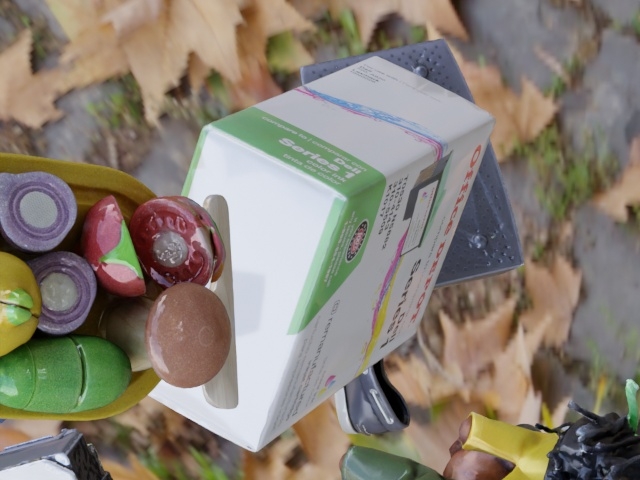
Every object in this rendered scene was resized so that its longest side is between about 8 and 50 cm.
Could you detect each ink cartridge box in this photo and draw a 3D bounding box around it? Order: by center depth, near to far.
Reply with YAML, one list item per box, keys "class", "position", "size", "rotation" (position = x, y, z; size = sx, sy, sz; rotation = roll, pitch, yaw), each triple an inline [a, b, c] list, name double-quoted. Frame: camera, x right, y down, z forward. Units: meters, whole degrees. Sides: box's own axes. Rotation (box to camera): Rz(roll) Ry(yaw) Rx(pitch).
- class: "ink cartridge box"
  position: [0.000, 0.000, 1.353]
  size: [0.117, 0.278, 0.201]
  rotation: [27, 114, 17]

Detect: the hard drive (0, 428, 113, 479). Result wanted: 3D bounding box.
- class: "hard drive"
  position: [-0.239, 0.338, 1.583]
  size: [0.237, 0.064, 0.339]
  rotation: [-16, 105, 18]

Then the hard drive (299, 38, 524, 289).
- class: "hard drive"
  position: [0.085, -0.066, 1.857]
  size: [0.172, 0.054, 0.254]
  rotation: [-13, 69, -13]

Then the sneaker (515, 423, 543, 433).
- class: "sneaker"
  position: [0.120, 0.208, 1.482]
  size: [0.051, 0.089, 0.170]
  rotation: [21, 101, -14]

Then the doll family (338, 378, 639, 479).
- class: "doll family"
  position: [0.086, 0.095, 0.466]
  size: [0.193, 0.076, 0.111]
  rotation: [36, 43, 17]

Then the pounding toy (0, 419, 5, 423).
- class: "pounding toy"
  position: [-0.368, 0.159, 1.804]
  size: [0.206, 0.181, 0.094]
  rotation: [-36, 86, 40]

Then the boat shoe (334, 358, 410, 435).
- class: "boat shoe"
  position: [0.046, 0.086, 1.746]
  size: [0.065, 0.075, 0.206]
  rotation: [4, 115, 25]

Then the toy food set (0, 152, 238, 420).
- class: "toy food set"
  position: [-0.099, 0.025, 0.914]
  size: [0.071, 0.218, 0.128]
  rotation: [0, 87, 46]
